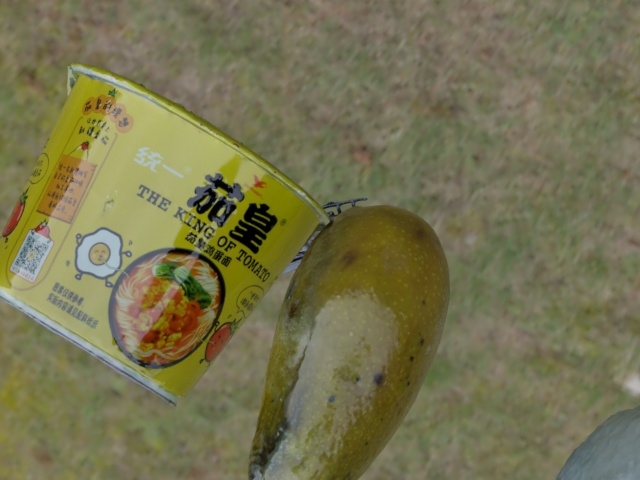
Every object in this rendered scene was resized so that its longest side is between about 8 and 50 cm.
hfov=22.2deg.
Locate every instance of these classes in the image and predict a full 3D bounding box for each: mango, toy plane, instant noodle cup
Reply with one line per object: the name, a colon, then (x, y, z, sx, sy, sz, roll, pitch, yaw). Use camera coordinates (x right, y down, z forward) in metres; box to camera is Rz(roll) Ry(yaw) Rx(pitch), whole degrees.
mango: (0.028, 0.117, 1.567, 0.175, 0.330, 0.176, -6, 153, 44)
toy plane: (0.000, 0.000, 1.856, 0.197, 0.078, 0.053, -13, 116, 18)
instant noodle cup: (-0.187, 0.004, 1.711, 0.325, 0.254, 0.325, 31, 173, 4)

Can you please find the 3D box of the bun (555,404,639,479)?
bun: (0.276, 0.238, 0.918, 0.361, 0.211, 0.362, 15, 123, 24)
